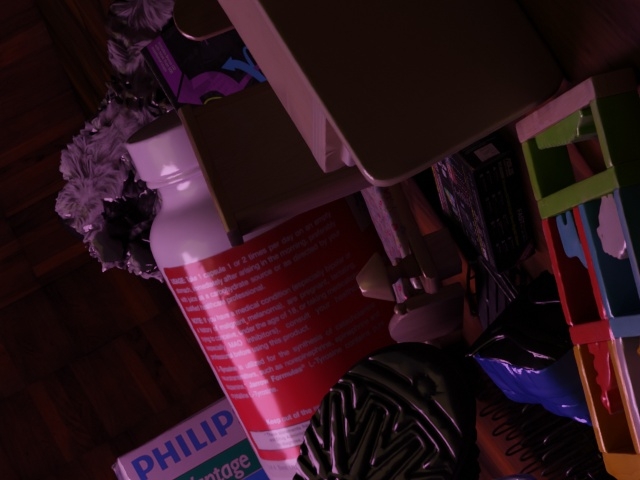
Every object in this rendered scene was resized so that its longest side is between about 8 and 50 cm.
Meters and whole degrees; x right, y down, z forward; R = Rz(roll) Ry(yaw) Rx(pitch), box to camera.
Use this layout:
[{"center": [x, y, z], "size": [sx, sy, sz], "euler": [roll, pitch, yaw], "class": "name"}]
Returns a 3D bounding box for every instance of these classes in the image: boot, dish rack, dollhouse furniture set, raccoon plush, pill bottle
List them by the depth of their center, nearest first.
[{"center": [0.186, 0.146, 1.639], "size": [0.271, 0.074, 0.208], "euler": [57, 168, 25], "class": "dish rack"}, {"center": [-0.009, -0.050, 1.714], "size": [0.355, 0.173, 0.303], "euler": [77, 172, -72], "class": "dollhouse furniture set"}, {"center": [0.082, 0.183, 1.752], "size": [0.131, 0.260, 0.348], "euler": [36, 127, 13], "class": "boot"}, {"center": [-0.033, 0.040, 2.003], "size": [0.408, 0.229, 0.229], "euler": [63, 170, -12], "class": "pill bottle"}, {"center": [-0.124, -0.132, 2.285], "size": [0.216, 0.446, 0.299], "euler": [25, -164, 19], "class": "raccoon plush"}]

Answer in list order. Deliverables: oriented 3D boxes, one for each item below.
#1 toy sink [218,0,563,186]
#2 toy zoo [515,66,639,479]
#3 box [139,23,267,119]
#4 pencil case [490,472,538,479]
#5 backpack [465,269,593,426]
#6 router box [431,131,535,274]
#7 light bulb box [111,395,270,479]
[{"center": [0.041, -0.143, 1.346], "size": [0.234, 0.152, 0.131], "euler": [57, 170, 16], "class": "toy sink"}, {"center": [0.195, 0.049, 1.233], "size": [0.192, 0.030, 0.293], "euler": [150, 106, -81], "class": "toy zoo"}, {"center": [-0.079, -0.179, 1.847], "size": [0.116, 0.162, 0.029], "euler": [58, -164, 12], "class": "box"}, {"center": [0.197, 0.297, 1.512], "size": [0.273, 0.124, 0.113], "euler": [46, 172, -31], "class": "pencil case"}, {"center": [0.186, 0.080, 1.404], "size": [0.101, 0.098, 0.120], "euler": [42, 167, -17], "class": "backpack"}, {"center": [0.122, -0.046, 1.528], "size": [0.092, 0.038, 0.122], "euler": [51, 166, 43], "class": "router box"}, {"center": [-0.017, 0.340, 2.378], "size": [0.361, 0.358, 0.225], "euler": [59, 168, 4], "class": "light bulb box"}]
